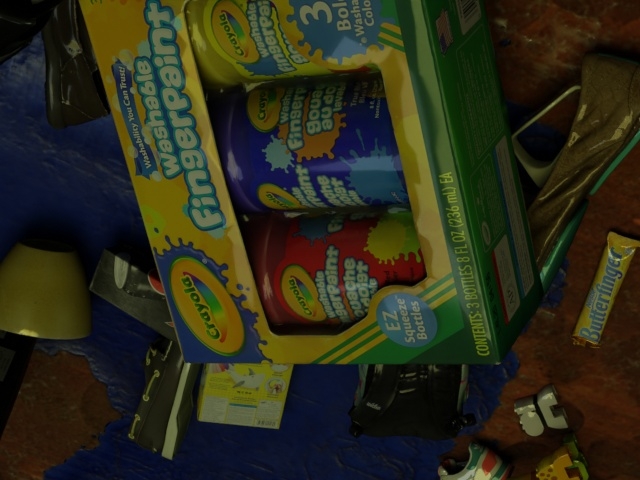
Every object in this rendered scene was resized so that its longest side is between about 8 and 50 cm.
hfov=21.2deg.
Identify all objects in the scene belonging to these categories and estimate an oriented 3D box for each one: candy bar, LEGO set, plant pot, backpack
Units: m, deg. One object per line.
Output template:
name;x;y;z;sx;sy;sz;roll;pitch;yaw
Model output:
candy bar;0.328;0.058;1.975;0.040;0.018;0.161;14;123;-2
LEGO set;0.278;0.296;2.095;0.093;0.087;0.227;-17;118;17
plant pot;-0.325;0.051;1.996;0.134;0.134;0.095;11;100;0
backpack;0.105;0.138;1.997;0.152;0.115;0.182;-1;122;-6

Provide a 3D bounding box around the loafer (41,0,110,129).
loafer;-0.257;-0.221;1.838;0.078;0.080;0.220;0;128;-5

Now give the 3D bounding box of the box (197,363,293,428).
box;-0.085;0.143;2.057;0.105;0.043;0.179;7;126;-10

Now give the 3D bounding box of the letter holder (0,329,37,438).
letter holder;-0.453;0.231;2.013;0.152;0.302;0.214;18;123;-5

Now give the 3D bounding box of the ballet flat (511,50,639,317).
ballet flat;0.250;-0.063;1.862;0.124;0.116;0.342;33;122;9

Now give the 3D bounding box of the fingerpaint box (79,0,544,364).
fingerpaint box;-0.006;-0.099;1.738;0.371;0.163;0.444;-1;115;27

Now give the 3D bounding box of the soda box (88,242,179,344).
soda box;-0.181;0.068;1.977;0.169;0.053;0.060;30;109;18

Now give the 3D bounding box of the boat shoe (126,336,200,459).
boat shoe;-0.183;0.160;2.065;0.069;0.081;0.227;19;116;7

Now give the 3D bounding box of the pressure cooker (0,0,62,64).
pressure cooker;-0.442;-0.289;1.631;0.420;0.375;0.370;-32;111;25

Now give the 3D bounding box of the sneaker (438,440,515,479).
sneaker;0.169;0.312;2.145;0.075;0.057;0.161;42;121;0
